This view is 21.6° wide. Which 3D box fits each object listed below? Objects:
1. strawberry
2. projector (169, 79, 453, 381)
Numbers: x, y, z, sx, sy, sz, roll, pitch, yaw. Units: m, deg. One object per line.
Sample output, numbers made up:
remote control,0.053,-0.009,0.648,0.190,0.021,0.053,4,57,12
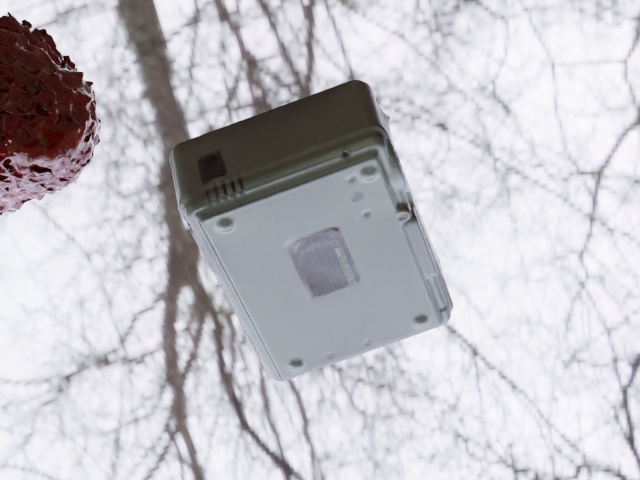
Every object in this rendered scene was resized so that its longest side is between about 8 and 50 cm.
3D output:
strawberry,-0.329,-0.111,1.791,0.234,0.234,0.178,-33,-147,-16
projector,0.000,0.000,1.483,0.192,0.256,0.099,-20,-136,4
